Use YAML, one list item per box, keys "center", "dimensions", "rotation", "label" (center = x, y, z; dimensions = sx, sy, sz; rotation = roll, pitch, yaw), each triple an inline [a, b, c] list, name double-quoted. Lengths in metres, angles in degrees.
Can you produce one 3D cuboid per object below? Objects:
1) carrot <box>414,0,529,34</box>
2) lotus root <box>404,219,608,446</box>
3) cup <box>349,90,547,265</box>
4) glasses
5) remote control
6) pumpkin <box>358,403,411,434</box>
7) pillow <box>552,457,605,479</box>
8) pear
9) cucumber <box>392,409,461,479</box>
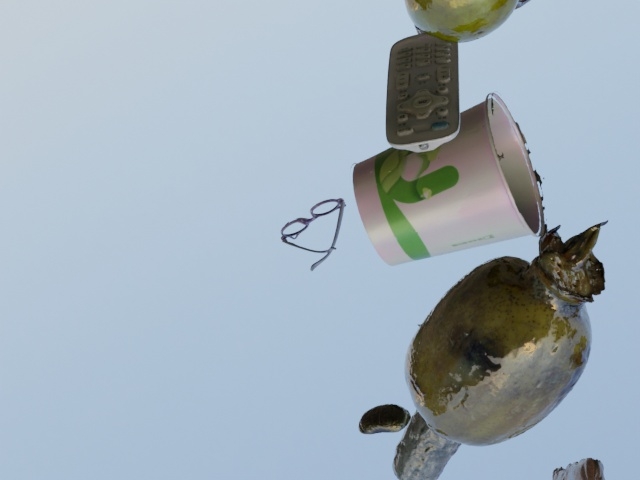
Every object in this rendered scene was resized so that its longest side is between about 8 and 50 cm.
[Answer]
- center: [0.185, -0.278, 1.867]
  dimensions: [0.069, 0.069, 0.229]
  rotation: [-39, -171, -29]
  label: "carrot"
- center: [0.185, 0.092, 1.568]
  dimensions: [0.278, 0.154, 0.154]
  rotation: [-51, -173, 35]
  label: "lotus root"
- center: [0.212, -0.086, 2.717]
  dimensions: [0.274, 0.253, 0.253]
  rotation: [-19, -155, 20]
  label: "cup"
- center: [0.000, 0.000, 2.832]
  dimensions: [0.140, 0.062, 0.104]
  rotation: [-35, -116, 22]
  label: "glasses"
- center: [0.104, -0.149, 1.623]
  dimensions: [0.073, 0.044, 0.229]
  rotation: [-7, -146, 8]
  label: "remote control"
- center: [0.090, 0.260, 2.398]
  dimensions: [0.083, 0.028, 0.050]
  rotation: [-16, -146, 20]
  label: "pumpkin"
- center: [0.323, 0.346, 2.050]
  dimensions: [0.049, 0.135, 0.248]
  rotation: [8, 168, 0]
  label: "pillow"
- center: [0.122, -0.227, 1.417]
  dimensions: [0.107, 0.131, 0.107]
  rotation: [2, -119, -3]
  label: "pear"
- center: [0.120, 0.221, 1.791]
  dimensions: [0.112, 0.064, 0.064]
  rotation: [-61, -174, 31]
  label: "cucumber"
